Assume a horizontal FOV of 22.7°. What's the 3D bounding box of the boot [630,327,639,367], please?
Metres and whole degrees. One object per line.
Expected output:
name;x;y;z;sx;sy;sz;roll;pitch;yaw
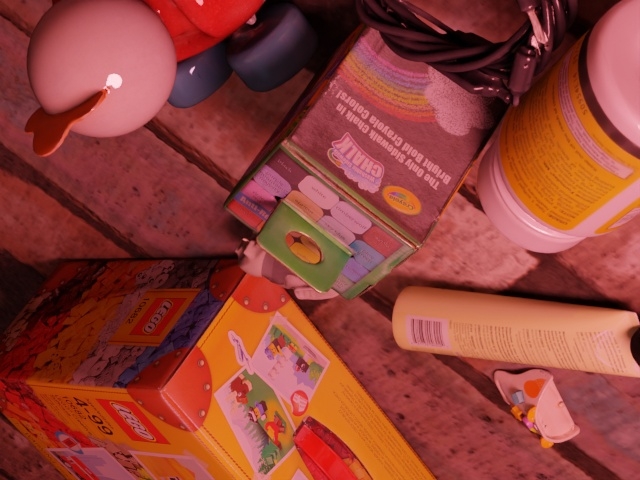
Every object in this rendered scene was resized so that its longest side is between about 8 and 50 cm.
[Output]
boot;0.367;0.129;1.268;0.244;0.088;0.176;6;139;46

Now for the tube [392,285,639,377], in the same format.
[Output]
tube;0.181;0.081;1.420;0.240;0.062;0.070;5;-177;34

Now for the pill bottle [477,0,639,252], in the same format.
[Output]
pill bottle;0.196;-0.073;1.108;0.119;0.119;0.208;37;150;-4

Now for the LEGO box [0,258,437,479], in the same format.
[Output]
LEGO box;-0.097;0.255;1.811;0.372;0.193;0.500;-2;134;47

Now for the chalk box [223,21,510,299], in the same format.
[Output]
chalk box;0.024;-0.050;1.219;0.132;0.213;0.132;39;151;-6

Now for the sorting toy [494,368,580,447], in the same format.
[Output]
sorting toy;0.199;0.156;1.531;0.075;0.045;0.083;30;157;50

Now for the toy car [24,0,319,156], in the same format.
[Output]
toy car;-0.166;-0.154;1.236;0.210;0.238;0.219;-5;132;49

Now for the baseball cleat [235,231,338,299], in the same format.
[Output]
baseball cleat;0.000;0.000;1.485;0.109;0.072;0.206;29;158;-18

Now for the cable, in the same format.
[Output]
cable;0.089;-0.184;1.092;0.184;0.047;0.151;40;141;21
